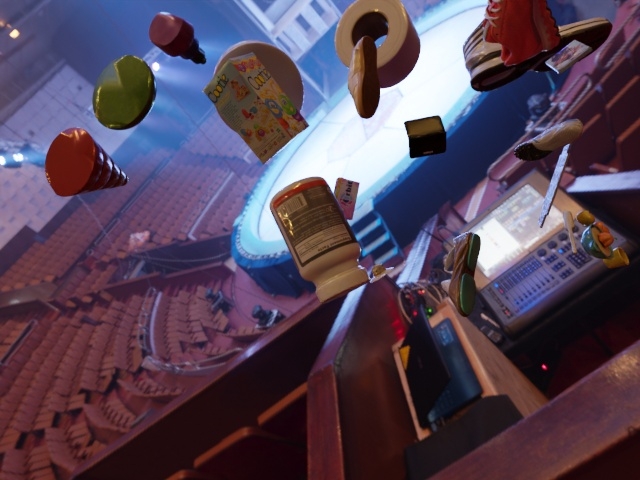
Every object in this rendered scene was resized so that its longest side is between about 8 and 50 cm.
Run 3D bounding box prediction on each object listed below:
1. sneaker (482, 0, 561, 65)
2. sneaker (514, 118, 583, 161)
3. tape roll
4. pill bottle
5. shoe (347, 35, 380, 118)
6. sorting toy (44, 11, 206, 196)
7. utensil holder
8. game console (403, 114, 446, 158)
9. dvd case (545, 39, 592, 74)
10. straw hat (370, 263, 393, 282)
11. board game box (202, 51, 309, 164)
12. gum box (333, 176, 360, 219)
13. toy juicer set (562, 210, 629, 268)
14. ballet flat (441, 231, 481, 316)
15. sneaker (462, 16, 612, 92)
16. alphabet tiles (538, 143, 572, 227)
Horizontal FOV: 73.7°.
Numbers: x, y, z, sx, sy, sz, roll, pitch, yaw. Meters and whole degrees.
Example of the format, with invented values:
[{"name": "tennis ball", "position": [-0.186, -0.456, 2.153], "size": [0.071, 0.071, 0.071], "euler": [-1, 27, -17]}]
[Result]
[{"name": "sneaker", "position": [0.406, -0.494, 0.917], "size": [0.136, 0.313, 0.116], "euler": [-30, 48, 27]}, {"name": "sneaker", "position": [0.818, -0.357, 1.536], "size": [0.237, 0.085, 0.086], "euler": [-24, 19, 47]}, {"name": "tape roll", "position": [0.189, -0.643, 1.392], "size": [0.246, 0.246, 0.169], "euler": [-38, -16, 21]}, {"name": "pill bottle", "position": [0.000, 0.000, 1.342], "size": [0.210, 0.363, 0.210], "euler": [-25, -11, -5]}, {"name": "shoe", "position": [0.107, -0.403, 1.077], "size": [0.058, 0.076, 0.219], "euler": [-11, 72, 47]}, {"name": "sorting toy", "position": [-0.322, -0.217, 0.756], "size": [0.366, 0.127, 0.126], "euler": [-49, -22, 8]}, {"name": "utensil holder", "position": [-0.233, -0.558, 1.556], "size": [0.327, 0.327, 0.385], "euler": [-43, 23, 9]}, {"name": "game console", "position": [0.337, -0.334, 1.379], "size": [0.122, 0.107, 0.071], "euler": [-10, 34, 1]}, {"name": "dvd case", "position": [0.656, -0.488, 1.132], "size": [0.087, 0.013, 0.119], "euler": [-37, 22, 29]}, {"name": "straw hat", "position": [0.301, 0.153, 2.207], "size": [0.144, 0.061, 0.144], "euler": [-33, 3, 2]}, {"name": "board game box", "position": [-0.188, -0.397, 1.284], "size": [0.144, 0.275, 0.142], "euler": [-31, 14, 35]}, {"name": "gum box", "position": [0.112, -0.197, 1.984], "size": [0.062, 0.107, 0.189], "euler": [179, 103, -83]}, {"name": "toy juicer set", "position": [0.956, -0.027, 1.489], "size": [0.089, 0.328, 0.210], "euler": [-37, 50, 45]}, {"name": "ballet flat", "position": [0.522, 0.126, 1.612], "size": [0.124, 0.116, 0.343], "euler": [-11, 57, 47]}, {"name": "sneaker", "position": [0.700, -0.699, 1.434], "size": [0.447, 0.169, 0.258], "euler": [-15, 70, 14]}, {"name": "alphabet tiles", "position": [0.910, -0.221, 1.661], "size": [0.285, 0.011, 0.343], "euler": [-23, -53, -64]}]
